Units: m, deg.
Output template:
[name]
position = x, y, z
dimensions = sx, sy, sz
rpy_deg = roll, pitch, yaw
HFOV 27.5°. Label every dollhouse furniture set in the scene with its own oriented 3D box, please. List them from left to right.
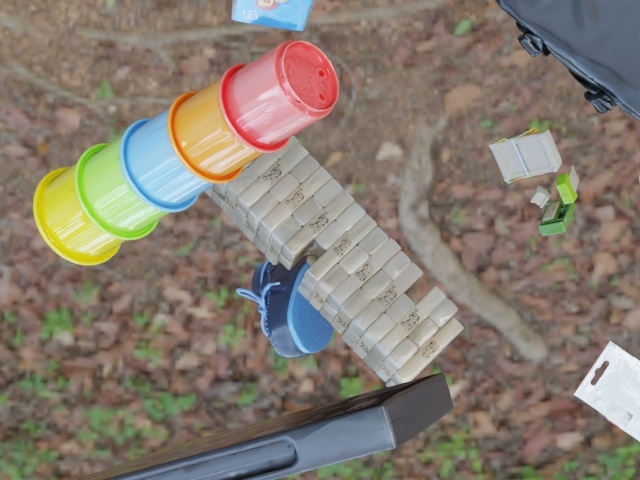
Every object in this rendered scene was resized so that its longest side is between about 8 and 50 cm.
[dollhouse furniture set]
position = 0.277, -0.084, 1.642
dimensions = 0.076, 0.058, 0.152
rpy_deg = -13, 120, 30

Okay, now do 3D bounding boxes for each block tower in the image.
[block tower]
position = 0.000, 0.000, 1.349
dimensions = 0.335, 0.097, 0.091
rpy_deg = 45, 163, 7

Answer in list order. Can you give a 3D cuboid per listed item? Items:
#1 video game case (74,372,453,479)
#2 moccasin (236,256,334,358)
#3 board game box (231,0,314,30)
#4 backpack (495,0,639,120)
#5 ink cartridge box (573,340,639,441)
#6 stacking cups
[video game case]
position = -0.041, 0.153, 0.957
dimensions = 0.248, 0.035, 0.275
rpy_deg = -17, 175, 12
[moccasin]
position = -0.042, 0.079, 1.906
dimensions = 0.117, 0.342, 0.138
rpy_deg = -14, 109, 14
[board game box]
position = -0.025, -0.441, 1.420
dimensions = 0.086, 0.308, 0.302
rpy_deg = 6, 154, -11
[backpack]
position = 0.359, -0.346, 1.596
dimensions = 0.290, 0.355, 0.273
rpy_deg = 36, 111, -14
[ink cartridge box]
position = 0.290, 0.145, 1.195
dimensions = 0.115, 0.063, 0.029
rpy_deg = 34, -179, -6
[stacking cups]
position = -0.118, -0.073, 1.068
dimensions = 0.096, 0.096, 0.316
rpy_deg = 25, 145, -32
